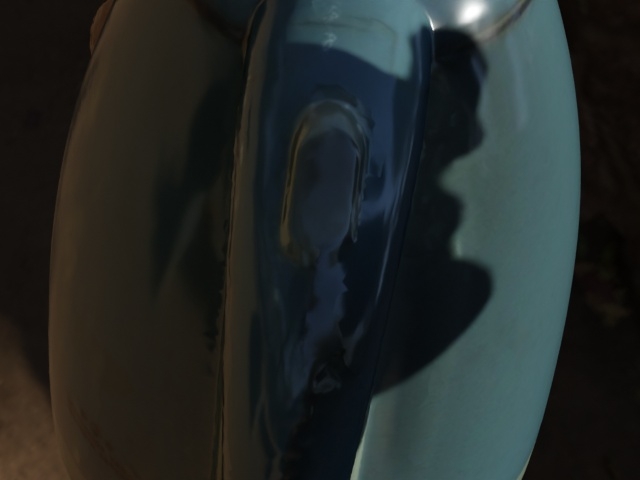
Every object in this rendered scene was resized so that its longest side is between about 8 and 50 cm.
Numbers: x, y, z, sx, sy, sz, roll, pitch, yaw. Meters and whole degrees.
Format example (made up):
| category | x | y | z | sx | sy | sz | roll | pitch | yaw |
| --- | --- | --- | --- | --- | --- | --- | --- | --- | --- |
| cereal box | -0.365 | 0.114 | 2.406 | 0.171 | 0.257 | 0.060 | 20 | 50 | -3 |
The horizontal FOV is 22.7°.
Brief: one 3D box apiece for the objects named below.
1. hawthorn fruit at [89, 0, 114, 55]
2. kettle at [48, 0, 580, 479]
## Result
| category | x | y | z | sx | sy | sz | roll | pitch | yaw |
| --- | --- | --- | --- | --- | --- | --- | --- | --- | --- |
| hawthorn fruit | -0.035 | -0.108 | 1.121 | 0.262 | 0.258 | 0.258 | 52 | 44 | -6 |
| kettle | 0.000 | 0.000 | 0.672 | 0.247 | 0.342 | 0.320 | 5 | 50 | -2 |
